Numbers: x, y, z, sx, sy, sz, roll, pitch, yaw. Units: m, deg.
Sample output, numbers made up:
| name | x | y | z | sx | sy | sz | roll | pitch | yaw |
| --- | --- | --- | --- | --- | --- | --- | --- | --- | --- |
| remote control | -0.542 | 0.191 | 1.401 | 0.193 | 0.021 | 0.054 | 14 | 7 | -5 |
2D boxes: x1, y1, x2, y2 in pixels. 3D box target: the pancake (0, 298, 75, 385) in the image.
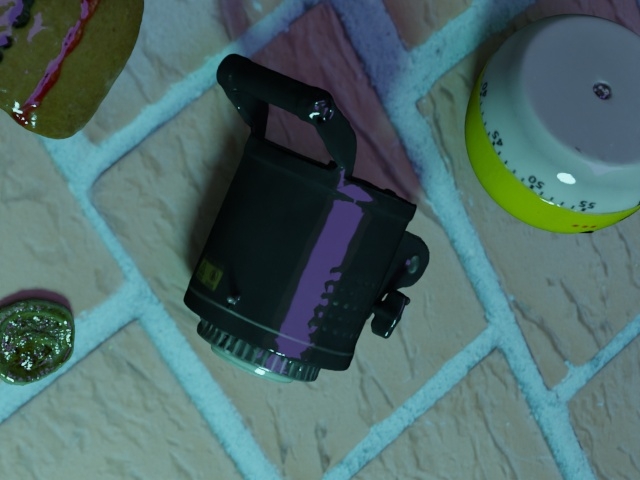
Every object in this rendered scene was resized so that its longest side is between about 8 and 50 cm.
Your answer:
| name | x | y | z | sx | sy | sz | roll | pitch | yaw |
| --- | --- | --- | --- | --- | --- | --- | --- | --- | --- |
| pancake | -0.313 | 0.108 | 1.513 | 0.108 | 0.017 | 0.108 | -14 | 118 | -28 |

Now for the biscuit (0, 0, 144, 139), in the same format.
| name | x | y | z | sx | sy | sz | roll | pitch | yaw |
| --- | --- | --- | --- | --- | --- | --- | --- | --- | --- |
| biscuit | -0.279 | -0.259 | 1.380 | 0.277 | 0.052 | 0.262 | 41 | 83 | -37 |

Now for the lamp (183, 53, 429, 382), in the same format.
| name | x | y | z | sx | sy | sz | roll | pitch | yaw |
| --- | --- | --- | --- | --- | --- | --- | --- | --- | --- |
| lamp | -0.033 | 0.018 | 1.548 | 0.272 | 0.205 | 0.374 | -55 | 138 | -10 |

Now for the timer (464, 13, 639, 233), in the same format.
| name | x | y | z | sx | sy | sz | roll | pitch | yaw |
| --- | --- | --- | --- | --- | --- | --- | --- | --- | --- |
| timer | 0.294 | -0.121 | 1.730 | 0.285 | 0.285 | 0.285 | -12 | 113 | -30 |
